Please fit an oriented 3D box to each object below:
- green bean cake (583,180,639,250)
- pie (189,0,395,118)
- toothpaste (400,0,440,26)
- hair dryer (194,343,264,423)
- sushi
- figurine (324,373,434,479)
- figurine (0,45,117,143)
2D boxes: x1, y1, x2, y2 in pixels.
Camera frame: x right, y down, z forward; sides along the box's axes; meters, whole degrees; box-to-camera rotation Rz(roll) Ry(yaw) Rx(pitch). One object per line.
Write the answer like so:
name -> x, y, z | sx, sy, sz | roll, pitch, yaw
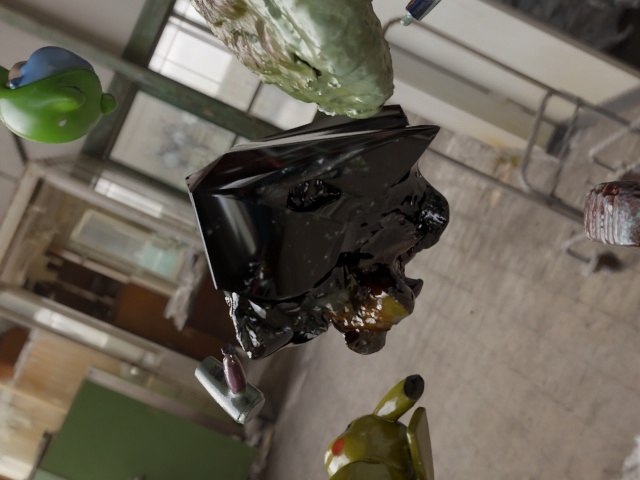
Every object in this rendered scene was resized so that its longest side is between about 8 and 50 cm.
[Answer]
green bean cake -> 0.514, -0.036, 1.458 | 0.198, 0.233, 0.097 | -60, -29, -85
pie -> -0.061, -0.186, 0.641 | 0.071, 0.306, 0.306 | -38, 7, -5
toothpaste -> 0.100, -0.218, 0.886 | 0.083, 0.027, 0.019 | -45, -6, 28
hair dryer -> -0.124, 0.182, 1.404 | 0.054, 0.106, 0.154 | -40, -19, -28
sushi -> 0.000, 0.000, 0.940 | 0.227, 0.215, 0.212 | -133, 30, -76
figurine -> 0.085, 0.358, 1.483 | 0.326, 0.169, 0.218 | -83, -5, -50
figurine -> -0.445, -0.221, 1.549 | 0.162, 0.263, 0.143 | 10, -93, -68
